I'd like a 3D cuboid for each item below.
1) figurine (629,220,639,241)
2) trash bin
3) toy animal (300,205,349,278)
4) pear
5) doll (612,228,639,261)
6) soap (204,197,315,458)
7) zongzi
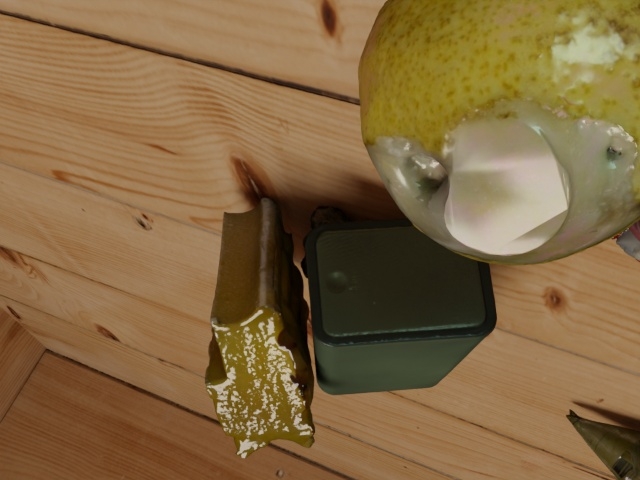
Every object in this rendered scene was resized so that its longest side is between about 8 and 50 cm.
[{"bbox_3d":[0.349,-0.028,0.763,0.157,0.126,0.114,35,-173,-15],"label":"figurine"},{"bbox_3d":[0.091,0.114,1.182,0.222,0.158,0.343,-4,156,-4],"label":"trash bin"},{"bbox_3d":[0.012,0.013,1.262,0.086,0.069,0.220,43,154,8],"label":"toy animal"},{"bbox_3d":[0.167,-0.108,0.661,0.271,0.271,0.271,22,156,11],"label":"pear"},{"bbox_3d":[0.346,-0.002,0.889,0.169,0.057,0.109,29,-175,21],"label":"doll"},{"bbox_3d":[-0.082,0.117,1.222,0.142,0.281,0.259,-7,122,5],"label":"soap"},{"bbox_3d":[0.562,0.397,1.417,0.289,0.123,0.260,20,160,40],"label":"zongzi"}]
